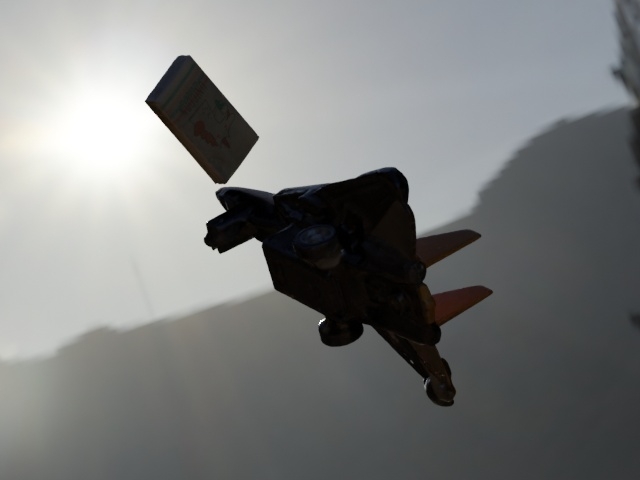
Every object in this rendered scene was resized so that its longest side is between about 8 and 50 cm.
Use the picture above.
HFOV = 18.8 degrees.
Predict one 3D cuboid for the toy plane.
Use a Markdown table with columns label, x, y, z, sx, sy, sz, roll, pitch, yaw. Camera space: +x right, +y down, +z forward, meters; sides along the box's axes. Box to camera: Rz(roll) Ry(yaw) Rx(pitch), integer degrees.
| label | x | y | z | sx | sy | sz | roll | pitch | yaw |
| --- | --- | --- | --- | --- | --- | --- | --- | --- | --- |
| toy plane | -0.009 | 0.006 | 1.531 | 0.103 | 0.204 | 0.316 | -33 | 33 | -31 |

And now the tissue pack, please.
| label | x | y | z | sx | sy | sz | roll | pitch | yaw |
| --- | --- | --- | --- | --- | --- | --- | --- | --- | --- |
| tissue pack | -0.100 | -0.102 | 1.630 | 0.023 | 0.108 | 0.056 | 10 | 57 | 48 |
